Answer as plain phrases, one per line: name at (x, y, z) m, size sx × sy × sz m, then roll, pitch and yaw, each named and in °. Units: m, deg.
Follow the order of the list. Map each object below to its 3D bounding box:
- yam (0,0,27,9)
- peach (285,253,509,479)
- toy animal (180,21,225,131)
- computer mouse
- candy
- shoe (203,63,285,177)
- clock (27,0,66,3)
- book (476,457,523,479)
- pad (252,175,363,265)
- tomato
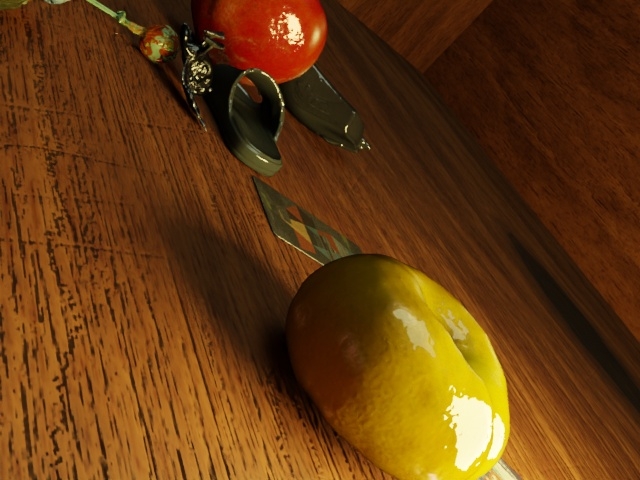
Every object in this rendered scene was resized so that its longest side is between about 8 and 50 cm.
yam at (-0.366, -0.316, 0.831) m, size 0.195 × 0.195 × 0.300 m, roll 47°, pitch 16°, yaw 9°
peach at (0.080, 0.123, 0.901) m, size 0.251 × 0.153 × 0.251 m, roll 41°, pitch 25°, yaw -23°
toy animal at (-0.169, -0.242, 1.285) m, size 0.062 × 0.108 × 0.220 m, roll 4°, pitch 49°, yaw -19°
computer mouse at (-0.013, -0.246, 1.668) m, size 0.264 × 0.088 × 0.147 m, roll 48°, pitch -2°, yaw 10°
candy at (-0.272, -0.300, 1.271) m, size 0.185 × 0.049 × 0.055 m, roll 31°, pitch 65°, yaw -22°
shoe at (-0.092, -0.190, 1.336) m, size 0.108 × 0.093 × 0.241 m, roll 30°, pitch 24°, yaw -37°
clock at (-0.295, -0.350, 1.011) m, size 0.144 × 0.231 × 0.103 m, roll 49°, pitch 36°, yaw 17°
book at (0.172, 0.269, 0.972) m, size 0.157 × 0.026 × 0.231 m, roll 45°, pitch 17°, yaw 1°
pad at (0.000, 0.000, 1.250) m, size 0.211 × 0.003 × 0.143 m, roll 33°, pitch 20°, yaw -34°
tomato at (-0.116, -0.330, 1.493) m, size 0.233 × 0.139 × 0.200 m, roll 10°, pitch -42°, yaw 38°
